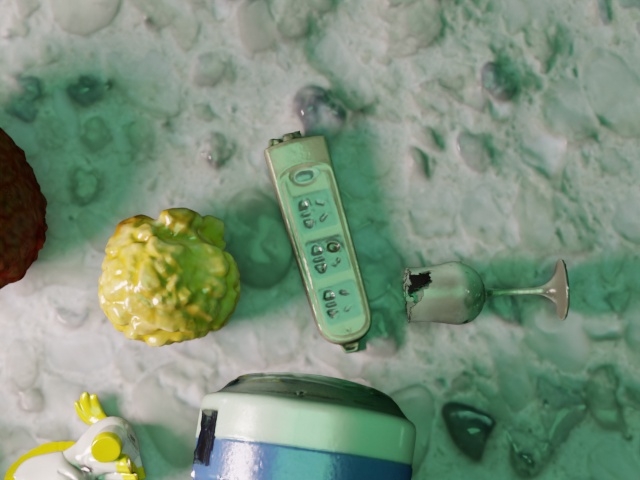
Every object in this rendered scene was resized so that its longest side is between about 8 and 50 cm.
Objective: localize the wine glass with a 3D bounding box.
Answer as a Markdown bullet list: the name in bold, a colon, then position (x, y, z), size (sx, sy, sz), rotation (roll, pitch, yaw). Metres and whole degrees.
- **wine glass**: position (0.201, 0.063, 1.766), size (0.195, 0.079, 0.079), rotation (-2, 82, -3)

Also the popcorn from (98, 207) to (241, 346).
- **popcorn**: position (-0.179, 0.046, 1.727), size (0.180, 0.170, 0.180), rotation (-4, 121, -7)

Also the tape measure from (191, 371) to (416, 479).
- **tape measure**: position (-0.023, 0.243, 1.655), size (0.259, 0.262, 0.138), rotation (7, 72, -1)

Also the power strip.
- **power strip**: position (0.000, 0.001, 1.788), size (0.080, 0.048, 0.286), rotation (-15, 84, -2)

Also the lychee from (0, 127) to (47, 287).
- **lychee**: position (-0.470, -0.041, 1.688), size (0.300, 0.255, 0.255), rotation (31, 82, -11)

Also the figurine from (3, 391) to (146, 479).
- **figurine**: position (-0.298, 0.278, 1.727), size (0.178, 0.109, 0.129), rotation (-41, 58, -6)
